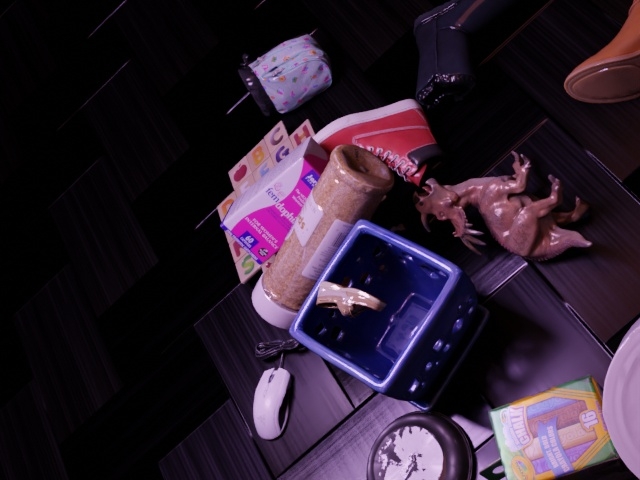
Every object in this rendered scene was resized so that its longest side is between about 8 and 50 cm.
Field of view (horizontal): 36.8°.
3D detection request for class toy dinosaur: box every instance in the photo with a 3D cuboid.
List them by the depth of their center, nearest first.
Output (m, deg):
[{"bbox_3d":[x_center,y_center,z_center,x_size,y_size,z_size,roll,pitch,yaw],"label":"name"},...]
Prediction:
[{"bbox_3d":[0.323,-0.034,1.633,0.295,0.127,0.200,41,100,28],"label":"toy dinosaur"}]

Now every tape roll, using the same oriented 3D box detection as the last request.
[{"bbox_3d":[0.531,0.214,1.293,0.286,0.100,0.286,3,99,23],"label":"tape roll"}]

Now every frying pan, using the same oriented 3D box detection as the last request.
[{"bbox_3d":[0.182,0.414,1.545,0.197,0.053,0.326,-42,48,9],"label":"frying pan"}]

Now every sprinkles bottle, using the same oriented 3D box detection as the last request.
[{"bbox_3d":[0.000,0.000,1.707,0.355,0.121,0.121,-59,44,32],"label":"sprinkles bottle"}]

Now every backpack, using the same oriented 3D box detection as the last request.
[{"bbox_3d":[-0.066,-0.351,2.042,0.182,0.152,0.115,-30,58,3],"label":"backpack"}]

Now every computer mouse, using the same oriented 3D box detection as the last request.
[{"bbox_3d":[-0.088,0.272,1.794,0.106,0.042,0.193,-7,63,30],"label":"computer mouse"}]

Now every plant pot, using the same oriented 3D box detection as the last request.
[{"bbox_3d":[0.131,0.137,1.607,0.236,0.212,0.236,29,84,40],"label":"plant pot"}]

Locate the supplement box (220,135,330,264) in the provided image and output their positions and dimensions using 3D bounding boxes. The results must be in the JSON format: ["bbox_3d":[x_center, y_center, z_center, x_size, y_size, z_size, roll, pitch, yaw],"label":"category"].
[{"bbox_3d":[-0.067,-0.075,1.806,0.220,0.111,0.114,-39,15,23],"label":"supplement box"}]

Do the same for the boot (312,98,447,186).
[{"bbox_3d":[0.107,-0.157,1.820,0.244,0.088,0.176,-20,57,-3],"label":"boot"}]

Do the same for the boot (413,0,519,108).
[{"bbox_3d":[0.286,-0.376,1.837,0.246,0.094,0.207,-23,53,31],"label":"boot"}]

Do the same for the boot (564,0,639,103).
[{"bbox_3d":[0.550,-0.374,1.663,0.283,0.109,0.220,-30,40,41],"label":"boot"}]

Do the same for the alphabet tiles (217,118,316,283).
[{"bbox_3d":[-0.091,-0.081,1.952,0.285,0.011,0.343,-42,45,21],"label":"alphabet tiles"}]

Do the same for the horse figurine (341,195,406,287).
[{"bbox_3d":[0.073,-0.005,1.813,0.174,0.066,0.263,-34,53,11],"label":"horse figurine"}]

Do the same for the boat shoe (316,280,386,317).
[{"bbox_3d":[0.047,0.099,1.517,0.135,0.050,0.045,11,77,48],"label":"boat shoe"}]

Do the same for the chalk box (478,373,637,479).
[{"bbox_3d":[0.340,0.309,1.435,0.213,0.132,0.132,-23,56,21],"label":"chalk box"}]
